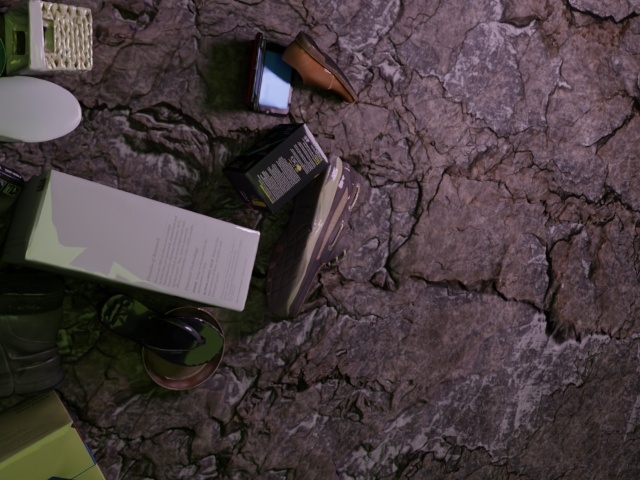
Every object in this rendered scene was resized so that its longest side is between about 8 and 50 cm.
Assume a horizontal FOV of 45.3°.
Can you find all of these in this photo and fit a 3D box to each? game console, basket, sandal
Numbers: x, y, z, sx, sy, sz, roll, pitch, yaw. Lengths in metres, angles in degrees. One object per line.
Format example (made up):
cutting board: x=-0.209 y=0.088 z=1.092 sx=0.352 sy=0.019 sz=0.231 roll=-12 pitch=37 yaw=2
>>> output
game console: x=-0.093 y=-0.322 z=1.504 sx=0.085 sy=0.124 sz=0.144 roll=8 pitch=94 yaw=-3
basket: x=-0.446 y=-0.325 z=1.257 sx=0.103 sy=0.167 sz=0.113 roll=-4 pitch=99 yaw=-33
sandal: x=-0.296 y=0.177 z=1.448 sx=0.254 sy=0.054 sz=0.097 roll=23 pitch=86 yaw=-30

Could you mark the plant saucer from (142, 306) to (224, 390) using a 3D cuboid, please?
plant saucer: x=-0.273 y=0.211 z=1.516 sx=0.168 sy=0.029 sz=0.168 roll=-5 pitch=100 yaw=-30

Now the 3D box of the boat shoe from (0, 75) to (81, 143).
boat shoe: x=-0.550 y=-0.200 z=1.252 sx=0.301 sy=0.102 sz=0.108 roll=-10 pitch=93 yaw=-21

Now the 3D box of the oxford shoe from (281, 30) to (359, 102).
oxford shoe: x=0.000 y=-0.337 z=1.562 sx=0.076 sy=0.076 sz=0.212 roll=-41 pitch=133 yaw=16

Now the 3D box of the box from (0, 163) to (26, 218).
box: x=-0.601 y=-0.064 z=1.215 sx=0.190 sy=0.045 sz=0.184 roll=-48 pitch=142 yaw=7

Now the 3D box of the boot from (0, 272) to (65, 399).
boot: x=-0.600 y=0.169 z=1.279 sx=0.338 sy=0.118 sz=0.222 roll=5 pitch=111 yaw=-16

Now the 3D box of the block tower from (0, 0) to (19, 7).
block tower: x=-0.584 y=-0.385 z=1.186 sx=0.335 sy=0.097 sz=0.091 roll=-25 pitch=105 yaw=-15

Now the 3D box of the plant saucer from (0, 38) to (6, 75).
plant saucer: x=-0.582 y=-0.306 z=1.263 sx=0.119 sy=0.021 sz=0.119 roll=-4 pitch=98 yaw=-27

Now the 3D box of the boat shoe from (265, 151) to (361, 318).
boat shoe: x=0.000 y=0.000 z=1.577 sx=0.130 sy=0.132 sz=0.355 roll=21 pitch=88 yaw=-30

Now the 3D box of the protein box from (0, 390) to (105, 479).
protein box: x=-0.504 y=0.381 z=1.311 sx=0.200 sy=0.201 sz=0.136 roll=-29 pitch=111 yaw=-23

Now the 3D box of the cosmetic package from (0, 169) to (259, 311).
cosmetic package: x=-0.328 y=0.010 z=1.336 sx=0.385 sy=0.217 sz=0.156 roll=15 pitch=80 yaw=-29

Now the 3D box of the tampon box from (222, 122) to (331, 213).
tampon box: x=-0.087 y=-0.143 z=1.511 sx=0.161 sy=0.120 sz=0.101 roll=-42 pitch=114 yaw=-17
